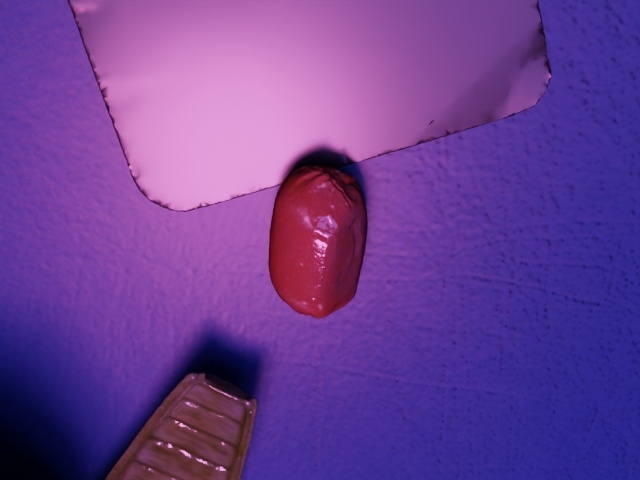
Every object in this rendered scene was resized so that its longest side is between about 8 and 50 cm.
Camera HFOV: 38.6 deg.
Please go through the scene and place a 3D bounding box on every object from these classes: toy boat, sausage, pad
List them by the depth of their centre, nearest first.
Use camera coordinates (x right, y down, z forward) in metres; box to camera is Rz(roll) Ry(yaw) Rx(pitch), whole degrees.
[{"bbox_3d":[-0.007,-0.129,0.544,0.267,0.004,0.181,-15,107,5],"label":"pad"},{"bbox_3d":[0.000,0.000,0.556,0.059,0.054,0.094,-10,116,-39],"label":"sausage"},{"bbox_3d":[-0.120,0.206,0.627,0.093,0.055,0.293,25,107,-7],"label":"toy boat"}]
